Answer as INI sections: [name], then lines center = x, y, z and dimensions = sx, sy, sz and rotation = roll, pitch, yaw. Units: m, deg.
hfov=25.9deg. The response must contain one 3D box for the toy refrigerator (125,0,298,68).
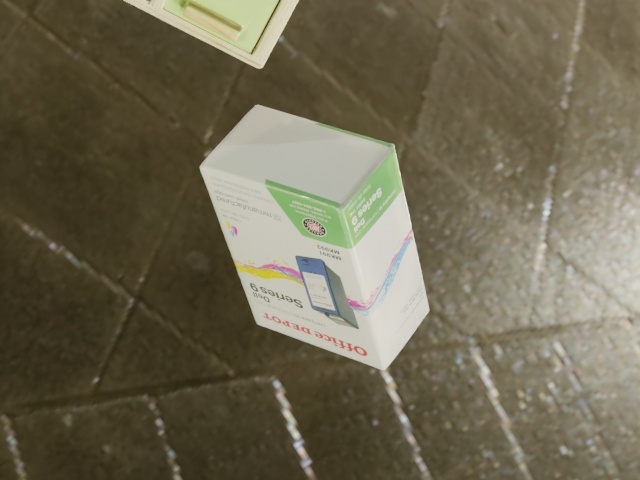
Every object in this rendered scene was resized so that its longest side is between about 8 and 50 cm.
[toy refrigerator]
center = -0.142, -0.257, 1.155
dimensions = 0.269, 0.102, 0.094
rotation = 26, 42, -9

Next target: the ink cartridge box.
[ink cartridge box]
center = 0.000, 0.000, 1.256
dimensions = 0.093, 0.154, 0.212
rotation = -51, 144, -30
